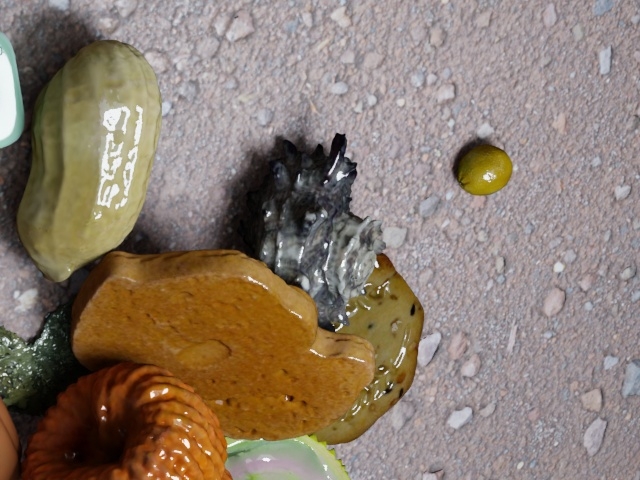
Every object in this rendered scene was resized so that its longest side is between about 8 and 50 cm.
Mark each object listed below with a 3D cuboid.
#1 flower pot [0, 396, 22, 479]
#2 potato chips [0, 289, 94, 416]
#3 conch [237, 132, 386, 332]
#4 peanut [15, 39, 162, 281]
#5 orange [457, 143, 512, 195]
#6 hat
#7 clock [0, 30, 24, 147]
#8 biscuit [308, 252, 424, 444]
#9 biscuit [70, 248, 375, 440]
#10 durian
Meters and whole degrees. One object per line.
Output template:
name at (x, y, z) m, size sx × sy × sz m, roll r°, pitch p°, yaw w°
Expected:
flower pot at (-0.497, 0.276, 1.836) m, size 0.191 × 0.191 × 0.173 m, roll -41°, pitch 135°, yaw -12°
potato chips at (-0.398, 0.163, 1.937) m, size 0.220 × 0.029 × 0.202 m, roll -3°, pitch 112°, yaw -33°
conch at (0.003, -0.001, 2.009) m, size 0.241 × 0.186 × 0.313 m, roll -11°, pitch 93°, yaw -37°
peanut at (-0.311, -0.101, 1.795) m, size 0.174 × 0.158 × 0.340 m, roll 12°, pitch 99°, yaw 5°
orange at (0.266, -0.113, 2.205) m, size 0.095 × 0.085 × 0.085 m, roll -22°, pitch 118°, yaw -18°
hat at (-0.206, 0.347, 1.929) m, size 0.285 × 0.285 × 0.400 m, roll -54°, pitch 134°, yaw -3°
clock at (-0.490, -0.186, 1.725) m, size 0.211 × 0.066 × 0.159 m, roll -14°, pitch 115°, yaw -26°
biscuit at (0.020, 0.178, 2.190) m, size 0.359 × 0.046 × 0.359 m, roll -11°, pitch 113°, yaw -29°
biscuit at (-0.150, 0.153, 1.929) m, size 0.350 × 0.078 × 0.455 m, roll -30°, pitch 129°, yaw 26°
durian at (-0.134, 0.393, 2.092) m, size 0.356 × 0.169 × 0.157 m, roll -25°, pitch 140°, yaw -14°
